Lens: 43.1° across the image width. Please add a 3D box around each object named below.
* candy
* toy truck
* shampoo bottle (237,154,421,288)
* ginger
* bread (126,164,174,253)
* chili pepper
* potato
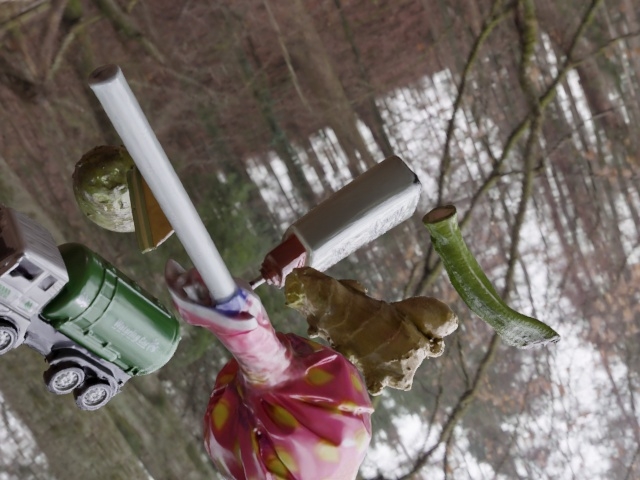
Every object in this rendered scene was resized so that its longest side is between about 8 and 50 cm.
[{"bbox_3d":[-0.051,0.047,0.491,0.124,0.365,0.124,-11,-133,11],"label":"candy"},{"bbox_3d":[-0.246,0.069,0.792,0.125,0.242,0.101,-41,-133,2],"label":"toy truck"},{"bbox_3d":[0.000,0.000,1.062,0.284,0.071,0.153,-32,166,-11],"label":"shampoo bottle"},{"bbox_3d":[0.049,0.103,0.913,0.205,0.115,0.081,16,-173,-3],"label":"ginger"},{"bbox_3d":[-0.326,-0.058,1.476,0.084,0.139,0.074,-45,-163,-31],"label":"bread"},{"bbox_3d":[0.175,0.050,0.862,0.050,0.202,0.052,-45,-169,-26],"label":"chili pepper"},{"bbox_3d":[-0.413,-0.104,1.661,0.176,0.141,0.298,3,165,-6],"label":"potato"}]
